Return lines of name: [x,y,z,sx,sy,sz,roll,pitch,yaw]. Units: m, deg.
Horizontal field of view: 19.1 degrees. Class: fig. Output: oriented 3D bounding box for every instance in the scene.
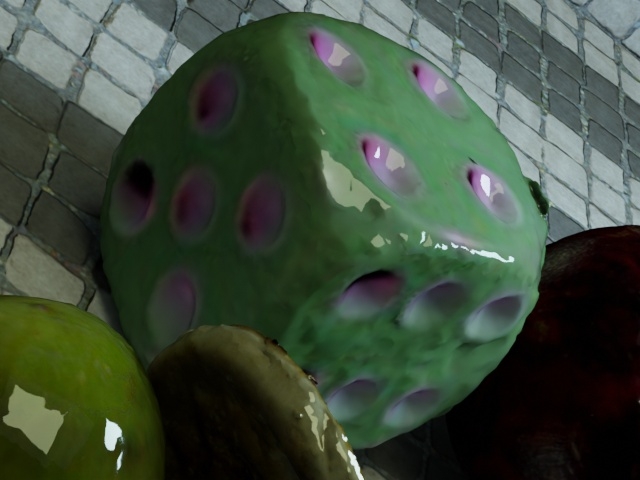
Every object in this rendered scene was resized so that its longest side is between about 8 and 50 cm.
fig: [-0.233,0.152,1.412,0.258,0.258,0.326,45,26,0]

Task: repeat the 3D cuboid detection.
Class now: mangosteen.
mangosteen: [0.328,0.176,1.998,0.381,0.381,0.421,54,3,15]

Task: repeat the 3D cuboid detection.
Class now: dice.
dice: [0.000,0.000,1.830,0.322,0.318,0.330,12,42,-43]

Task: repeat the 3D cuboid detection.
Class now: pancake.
pancake: [-0.034,0.235,1.505,0.065,0.356,0.356,-31,76,-29]
